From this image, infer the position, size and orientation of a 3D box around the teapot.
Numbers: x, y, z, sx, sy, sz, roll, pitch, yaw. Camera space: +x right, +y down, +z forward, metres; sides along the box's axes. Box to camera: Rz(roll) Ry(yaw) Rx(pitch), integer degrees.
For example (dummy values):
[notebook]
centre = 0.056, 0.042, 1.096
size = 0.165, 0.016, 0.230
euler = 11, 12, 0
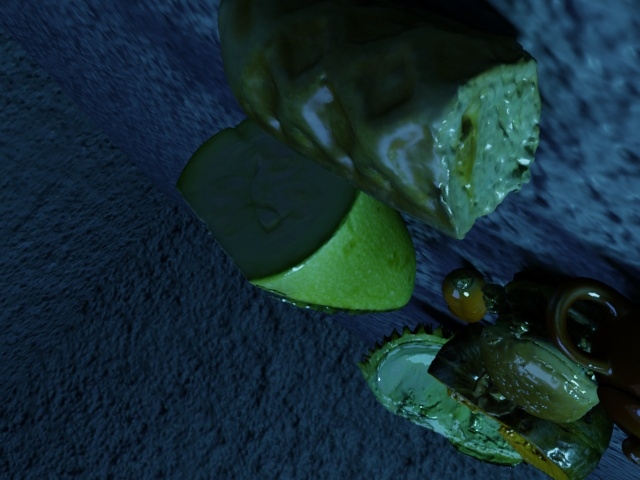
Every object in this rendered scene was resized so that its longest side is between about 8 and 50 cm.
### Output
[teapot]
centre = 0.303, 0.132, 0.737
size = 0.252, 0.135, 0.178
euler = 37, 168, -4

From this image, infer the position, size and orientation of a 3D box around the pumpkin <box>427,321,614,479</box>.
[pumpkin]
centre = 0.332, 0.266, 1.318
size = 0.281, 0.139, 0.190
euler = 34, 171, 32

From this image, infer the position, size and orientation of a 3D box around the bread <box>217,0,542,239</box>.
[bread]
centre = 0.028, -0.112, 0.585
size = 0.268, 0.130, 0.152
euler = 32, 175, 38

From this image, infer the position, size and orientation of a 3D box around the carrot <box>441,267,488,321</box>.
[carrot]
centre = 0.210, 0.090, 1.169
size = 0.066, 0.062, 0.271
euler = 1, 166, 13

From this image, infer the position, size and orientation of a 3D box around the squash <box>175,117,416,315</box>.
[squash]
centre = 0.000, 0.000, 1.041
size = 0.233, 0.210, 0.309
euler = 47, 173, 34

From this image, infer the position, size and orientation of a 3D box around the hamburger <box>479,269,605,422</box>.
[hamburger]
centre = 0.241, 0.112, 0.890
size = 0.185, 0.131, 0.159
euler = 43, 168, -7

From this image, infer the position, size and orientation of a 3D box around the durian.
[durian]
centre = 0.248, 0.274, 1.503
size = 0.394, 0.198, 0.163
euler = 31, 168, 26
